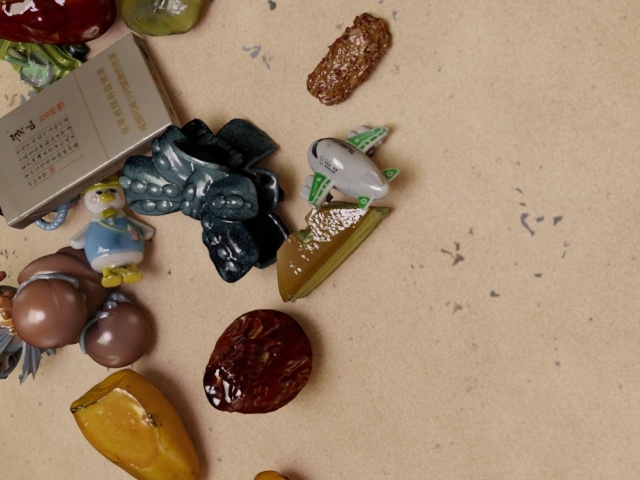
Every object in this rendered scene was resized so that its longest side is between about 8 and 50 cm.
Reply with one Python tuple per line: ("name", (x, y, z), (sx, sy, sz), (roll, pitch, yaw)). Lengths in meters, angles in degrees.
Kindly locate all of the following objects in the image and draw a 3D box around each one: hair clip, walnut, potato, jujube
("hair clip", (-0.179, -0.086, 1.657), (0.310, 0.194, 0.206), (36, 126, 20))
("walnut", (-0.501, -0.445, 1.730), (0.269, 0.244, 0.221), (-10, 94, 4))
("potato", (-0.274, -0.405, 1.711), (0.188, 0.085, 0.105), (-1, 95, 36))
("jujube", (-0.108, 0.203, 1.610), (0.168, 0.236, 0.168), (6, 104, 25))

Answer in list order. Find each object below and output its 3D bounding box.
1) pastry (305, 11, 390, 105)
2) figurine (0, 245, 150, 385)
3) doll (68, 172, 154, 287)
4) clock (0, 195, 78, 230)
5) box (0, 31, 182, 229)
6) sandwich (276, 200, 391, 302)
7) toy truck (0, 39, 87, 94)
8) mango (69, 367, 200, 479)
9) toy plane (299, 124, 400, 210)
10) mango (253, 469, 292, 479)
("pastry", (0.038, -0.280, 1.548), (0.087, 0.063, 0.169), (49, 119, 19))
("figurine", (-0.536, 0.149, 1.869), (0.388, 0.277, 0.248), (-26, 60, 29))
("doll", (-0.385, -0.031, 1.810), (0.135, 0.099, 0.241), (-16, 77, 11))
("clock", (-0.553, -0.118, 1.917), (0.194, 0.100, 0.195), (33, 114, 22))
("box", (-0.440, -0.194, 1.783), (0.365, 0.051, 0.204), (-29, 72, 12))
("sandwich", (0.000, 0.000, 1.598), (0.244, 0.090, 0.088), (-46, 76, 28))
("toy truck", (-0.570, -0.379, 1.867), (0.259, 0.135, 0.128), (48, 118, 21))
("mango", (-0.320, 0.360, 1.815), (0.187, 0.138, 0.257), (-22, 108, 34))
("toy plane", (0.043, -0.111, 1.529), (0.174, 0.080, 0.174), (-13, 53, 18))
("mango", (-0.081, 0.501, 1.692), (0.102, 0.141, 0.217), (15, 108, 23))
